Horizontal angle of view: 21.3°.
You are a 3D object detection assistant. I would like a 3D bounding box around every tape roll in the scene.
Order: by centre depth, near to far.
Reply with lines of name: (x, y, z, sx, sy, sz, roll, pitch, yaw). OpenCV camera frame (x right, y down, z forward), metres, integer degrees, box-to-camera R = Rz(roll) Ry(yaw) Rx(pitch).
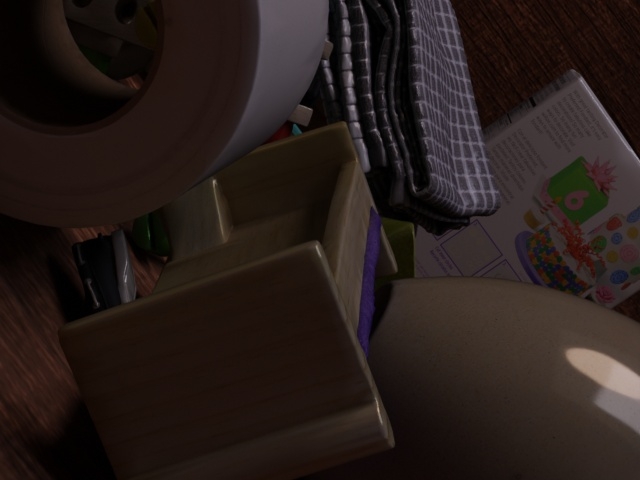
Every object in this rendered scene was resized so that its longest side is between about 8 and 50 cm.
tape roll: (-0.131, -0.142, 1.040, 0.246, 0.246, 0.169, 54, 19, -2)

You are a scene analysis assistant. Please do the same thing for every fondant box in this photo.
fondant box: (0.223, -0.001, 1.931, 0.238, 0.330, 0.096, 54, 11, -8)

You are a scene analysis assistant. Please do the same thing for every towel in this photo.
towel: (0.079, -0.143, 1.655, 0.235, 0.121, 0.283, 17, 60, -74)

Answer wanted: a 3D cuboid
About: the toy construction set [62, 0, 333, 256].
toy construction set: (-0.119, -0.194, 1.220, 0.257, 0.309, 0.237, 51, 13, 28)

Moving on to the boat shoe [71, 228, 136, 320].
boat shoe: (-0.133, 0.046, 1.054, 0.046, 0.038, 0.125, 79, -2, -53)

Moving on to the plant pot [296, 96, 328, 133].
plant pot: (-0.056, -0.204, 1.948, 0.237, 0.110, 0.237, 52, 10, -13)

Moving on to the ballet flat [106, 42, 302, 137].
ballet flat: (-0.123, -0.147, 1.428, 0.400, 0.139, 0.139, 60, 12, 25)

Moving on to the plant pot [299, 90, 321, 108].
plant pot: (-0.092, -0.274, 1.706, 0.195, 0.290, 0.290, 20, 0, 19)

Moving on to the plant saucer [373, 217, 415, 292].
plant saucer: (0.046, 0.077, 1.451, 0.188, 0.045, 0.188, -160, -111, -84)

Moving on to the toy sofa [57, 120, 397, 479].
toy sofa: (-0.030, 0.059, 1.034, 0.362, 0.150, 0.177, -78, 149, -75)

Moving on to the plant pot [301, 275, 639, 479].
plant pot: (0.090, 0.135, 1.203, 0.191, 0.284, 0.284, 34, 14, -7)
